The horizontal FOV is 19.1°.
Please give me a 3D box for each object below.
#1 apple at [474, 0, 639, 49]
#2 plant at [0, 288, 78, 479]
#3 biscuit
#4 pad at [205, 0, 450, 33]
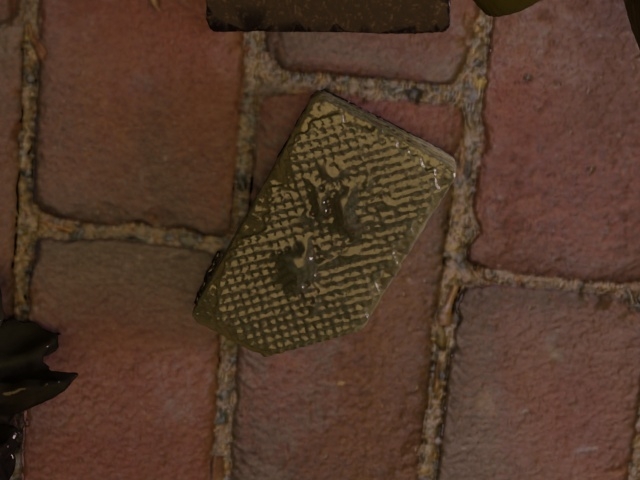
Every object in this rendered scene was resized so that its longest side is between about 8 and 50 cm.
[{"bbox_3d":[0.241,-0.274,1.506,0.292,0.254,0.292,0,106,0],"label":"apple"},{"bbox_3d":[-0.374,0.176,1.724,0.215,0.213,0.312,34,98,-7],"label":"plant"},{"bbox_3d":[0.000,0.000,1.723,0.150,0.052,0.252,29,109,-8],"label":"biscuit"},{"bbox_3d":[0.005,-0.339,1.625,0.220,0.004,0.330,1,110,2],"label":"pad"}]
